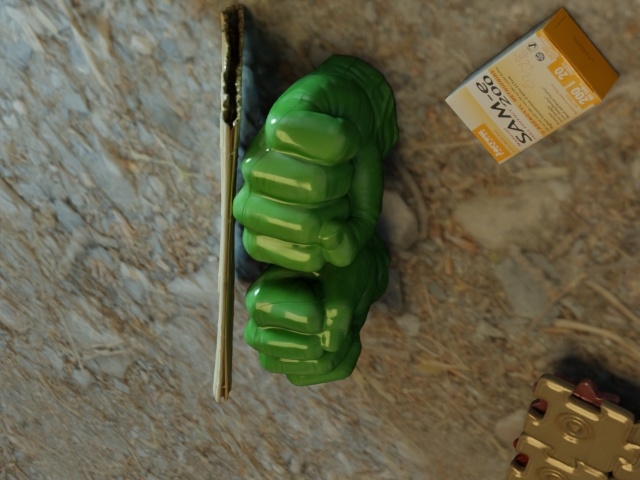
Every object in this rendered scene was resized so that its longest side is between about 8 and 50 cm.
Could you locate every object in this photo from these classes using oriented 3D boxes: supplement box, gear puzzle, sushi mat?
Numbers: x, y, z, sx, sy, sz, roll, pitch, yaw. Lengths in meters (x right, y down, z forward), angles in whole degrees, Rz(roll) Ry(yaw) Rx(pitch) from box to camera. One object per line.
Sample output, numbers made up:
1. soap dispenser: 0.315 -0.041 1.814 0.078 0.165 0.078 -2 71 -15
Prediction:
1. supplement box: 0.140 -0.101 0.731 0.062 0.036 0.098 48 140 -6
2. gear puzzle: 0.243 0.240 0.954 0.175 0.044 0.339 24 140 18
3. sushi mat: -0.077 -0.020 0.904 0.019 0.151 0.317 1 134 -5

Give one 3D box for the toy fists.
1. toy fists: 0.000 0.000 0.852 0.096 0.142 0.279 22 137 22
